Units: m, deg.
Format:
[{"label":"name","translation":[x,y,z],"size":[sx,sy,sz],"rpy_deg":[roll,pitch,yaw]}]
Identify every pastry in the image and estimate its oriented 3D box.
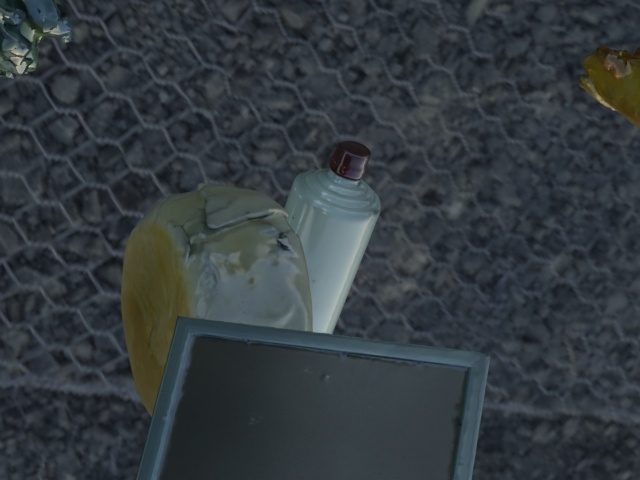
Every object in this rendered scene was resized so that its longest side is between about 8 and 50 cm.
[{"label":"pastry","translation":[-0.098,0.074,1.237],"size":[0.133,0.265,0.265],"rpy_deg":[-1,115,-24]}]

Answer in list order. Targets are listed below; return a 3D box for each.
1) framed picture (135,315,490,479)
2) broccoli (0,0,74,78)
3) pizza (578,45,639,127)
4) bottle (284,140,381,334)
[{"label":"framed picture","translation":[-0.007,0.116,0.716],"size":[0.183,0.142,0.011],"rpy_deg":[6,153,13]},{"label":"broccoli","translation":[-0.176,-0.202,0.490],"size":[0.165,0.145,0.304],"rpy_deg":[0,103,-11]},{"label":"pizza","translation":[0.280,-0.115,0.655],"size":[0.074,0.365,0.182],"rpy_deg":[-3,97,-40]},{"label":"bottle","translation":[0.000,0.000,1.485],"size":[0.104,0.104,0.245],"rpy_deg":[4,122,-27]}]
